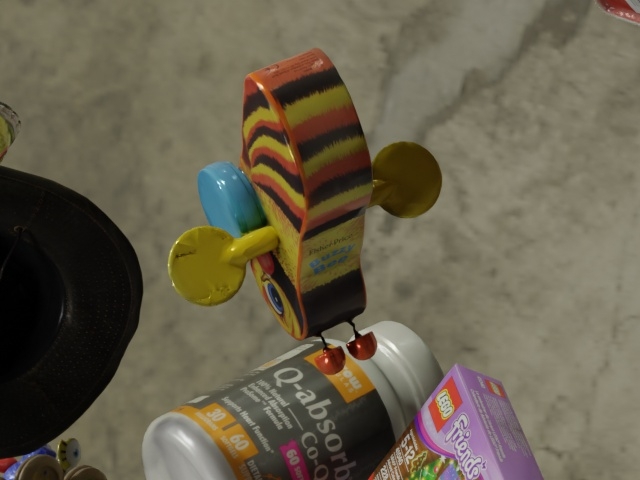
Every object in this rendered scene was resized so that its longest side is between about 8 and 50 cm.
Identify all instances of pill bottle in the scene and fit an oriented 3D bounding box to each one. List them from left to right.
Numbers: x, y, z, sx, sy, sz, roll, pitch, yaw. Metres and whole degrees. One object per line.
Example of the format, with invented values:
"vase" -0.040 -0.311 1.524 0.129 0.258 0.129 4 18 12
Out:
"pill bottle" -0.019 0.190 1.769 0.162 0.278 0.162 37 140 39

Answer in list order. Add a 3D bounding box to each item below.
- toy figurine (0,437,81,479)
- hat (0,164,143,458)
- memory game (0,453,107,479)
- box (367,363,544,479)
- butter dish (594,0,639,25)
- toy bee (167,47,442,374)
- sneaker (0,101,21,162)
"toy figurine" -0.346 0.331 1.913 0.217 0.191 0.362 151 133 -68
"hat" -0.342 0.049 1.725 0.331 0.331 0.134 -66 31 14
"memory game" -0.182 0.228 1.169 0.012 0.186 0.186 6 89 43
"box" 0.117 0.272 1.556 0.201 0.057 0.293 -55 28 23
"butter dish" 0.235 -0.210 1.204 0.160 0.160 0.118 27 77 45
"toy bee" 0.000 0.000 1.269 0.195 0.298 0.162 -31 73 0
"sneaker" -0.296 -0.053 1.466 0.208 0.081 0.094 123 165 -63
